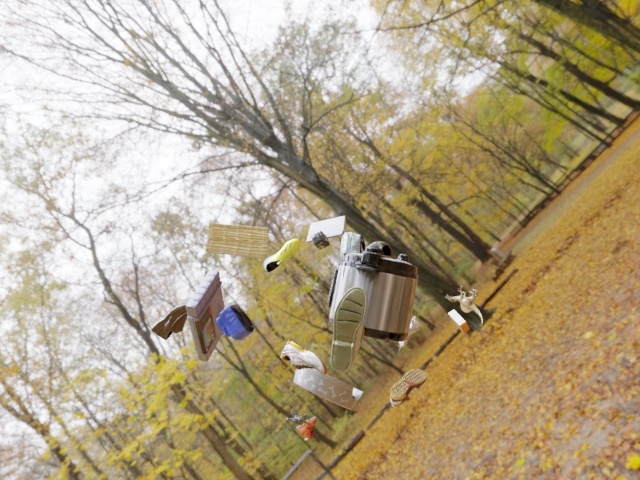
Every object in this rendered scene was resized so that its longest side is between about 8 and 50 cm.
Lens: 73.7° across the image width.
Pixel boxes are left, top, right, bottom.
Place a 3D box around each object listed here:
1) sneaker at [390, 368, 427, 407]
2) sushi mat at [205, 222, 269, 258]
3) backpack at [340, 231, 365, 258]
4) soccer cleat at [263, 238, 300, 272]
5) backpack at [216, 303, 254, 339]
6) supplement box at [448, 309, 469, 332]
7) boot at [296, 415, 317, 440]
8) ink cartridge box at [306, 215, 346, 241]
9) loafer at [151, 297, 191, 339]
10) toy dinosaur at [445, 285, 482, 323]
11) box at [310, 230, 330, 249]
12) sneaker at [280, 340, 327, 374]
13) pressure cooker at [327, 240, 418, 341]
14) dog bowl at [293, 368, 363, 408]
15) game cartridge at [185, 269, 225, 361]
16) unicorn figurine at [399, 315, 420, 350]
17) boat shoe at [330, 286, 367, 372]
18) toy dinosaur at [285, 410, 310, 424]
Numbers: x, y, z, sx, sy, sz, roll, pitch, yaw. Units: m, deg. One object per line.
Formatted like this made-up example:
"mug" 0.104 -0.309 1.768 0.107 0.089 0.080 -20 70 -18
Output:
"sneaker" 0.336 0.566 1.638 0.185 0.069 0.084 -22 -52 -29
"sushi mat" -0.406 0.000 2.083 0.019 0.316 0.151 54 -138 -77
"backpack" 0.170 0.042 2.331 0.152 0.115 0.182 139 141 -56
"soccer cleat" -0.236 0.102 2.695 0.289 0.093 0.121 -37 29 10
"backpack" -0.302 0.300 1.524 0.101 0.120 0.098 -43 -11 9
"supplement box" 0.651 0.379 2.008 0.036 0.098 0.062 -35 -58 1
"boot" -0.048 0.887 2.011 0.059 0.084 0.158 -11 -32 -39
"ink cartridge box" 0.038 -0.054 2.514 0.223 0.045 0.224 -12 28 15
"loafer" -0.811 0.450 2.433 0.366 0.130 0.134 -37 6 29
"toy dinosaur" 0.541 0.224 1.548 0.053 0.183 0.092 0 -70 -31
"box" 0.000 0.000 2.094 0.062 0.052 0.083 -26 -31 12
"sneaker" -0.068 0.505 1.767 0.092 0.225 0.088 -53 -39 -26
"pressure cooker" 0.246 0.213 1.911 0.370 0.375 0.420 -179 101 -69
"dog bowl" 0.027 0.697 2.044 0.349 0.349 0.102 80 -147 -70
"game cartridge" -0.479 0.331 1.834 0.230 0.068 0.355 -74 -10 -50
"unicorn figurine" 0.408 0.437 2.044 0.162 0.111 0.060 -35 -24 5
"boat shoe" 0.102 0.313 1.528 0.103 0.113 0.302 27 -103 -75
"toy dinosaur" -0.097 0.731 1.735 0.082 0.090 0.047 -30 -10 14
